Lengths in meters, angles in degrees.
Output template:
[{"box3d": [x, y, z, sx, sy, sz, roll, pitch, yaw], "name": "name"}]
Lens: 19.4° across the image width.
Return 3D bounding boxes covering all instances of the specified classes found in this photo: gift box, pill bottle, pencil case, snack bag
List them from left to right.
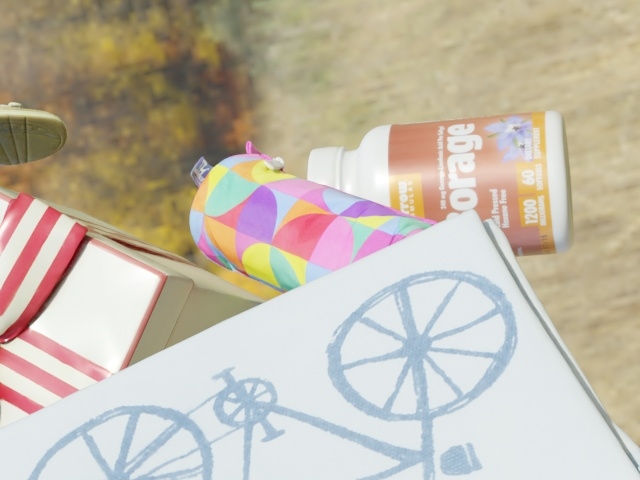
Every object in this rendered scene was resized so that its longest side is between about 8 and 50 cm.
[{"box3d": [-0.228, 0.096, 1.443, 0.258, 0.276, 0.255, 21, -92, -68], "name": "gift box"}, {"box3d": [-0.001, 0.157, 0.799, 0.037, 0.323, 0.342, 70, 173, -45], "name": "snack bag"}, {"box3d": [0.000, 0.000, 1.441, 0.236, 0.104, 0.104, 25, 140, 41], "name": "pencil case"}, {"box3d": [0.102, -0.041, 1.583, 0.121, 0.216, 0.121, -5, -90, -81], "name": "pill bottle"}]

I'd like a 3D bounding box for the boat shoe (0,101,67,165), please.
[{"box3d": [-0.296, -0.097, 1.623, 0.048, 0.153, 0.056, -96, -2, -50], "name": "boat shoe"}]
